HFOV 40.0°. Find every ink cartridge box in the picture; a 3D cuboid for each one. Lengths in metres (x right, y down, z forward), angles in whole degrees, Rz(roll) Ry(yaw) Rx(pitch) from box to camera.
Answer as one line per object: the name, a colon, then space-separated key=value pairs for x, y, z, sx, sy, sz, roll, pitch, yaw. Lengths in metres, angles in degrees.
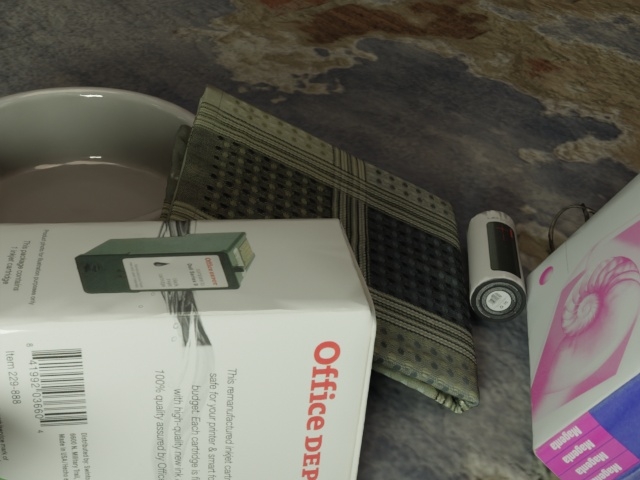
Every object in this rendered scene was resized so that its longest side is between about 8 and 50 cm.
ink cartridge box: x=-0.121 y=0.102 z=0.628 sx=0.289 sy=0.211 sz=0.121 roll=-1 pitch=34 yaw=-11
ink cartridge box: x=0.291 y=0.042 z=0.681 sx=0.071 sy=0.324 sz=0.330 roll=33 pitch=33 yaw=-12

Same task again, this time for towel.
towel: x=0.000 y=0.000 z=0.843 sx=0.324 sy=0.056 sz=0.312 roll=25 pitch=35 yaw=-16

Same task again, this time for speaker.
speaker: x=0.179 y=0.024 z=0.906 sx=0.055 sy=0.055 sz=0.136 roll=8 pitch=32 yaw=3

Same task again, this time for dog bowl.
dog bowl: x=-0.255 y=-0.052 z=0.920 sx=0.349 sy=0.102 sz=0.348 roll=3 pitch=35 yaw=-2

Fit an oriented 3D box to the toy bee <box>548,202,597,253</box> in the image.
toy bee: x=0.391 y=0.014 z=0.868 sx=0.162 sy=0.195 sz=0.298 roll=21 pitch=19 yaw=-22
